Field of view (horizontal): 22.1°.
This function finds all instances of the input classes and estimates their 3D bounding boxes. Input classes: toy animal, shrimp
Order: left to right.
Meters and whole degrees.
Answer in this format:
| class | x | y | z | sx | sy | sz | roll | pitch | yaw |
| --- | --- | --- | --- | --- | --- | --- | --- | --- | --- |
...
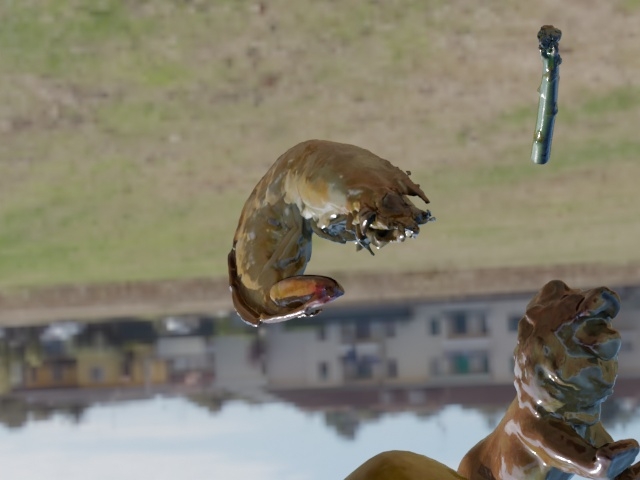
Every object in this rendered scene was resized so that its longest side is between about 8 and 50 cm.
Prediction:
| class | x | y | z | sx | sy | sz | roll | pitch | yaw |
| --- | --- | --- | --- | --- | --- | --- | --- | --- | --- |
| shrimp | -0.002 | -0.003 | 1.026 | 0.053 | 0.133 | 0.236 | 43 | 169 | -25 |
| toy animal | 0.177 | 0.162 | 1.294 | 0.097 | 0.157 | 0.312 | -10 | 143 | -32 |

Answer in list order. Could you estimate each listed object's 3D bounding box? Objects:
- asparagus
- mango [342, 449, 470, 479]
| class | x | y | z | sx | sy | sz | roll | pitch | yaw |
| --- | --- | --- | --- | --- | --- | --- | --- | --- | --- |
| asparagus | 0.140 | -0.090 | 1.014 | 0.018 | 0.015 | 0.127 | -32 | 150 | -17 |
| mango | 0.097 | 0.340 | 0.955 | 0.220 | 0.445 | 0.301 | -16 | 170 | -22 |
